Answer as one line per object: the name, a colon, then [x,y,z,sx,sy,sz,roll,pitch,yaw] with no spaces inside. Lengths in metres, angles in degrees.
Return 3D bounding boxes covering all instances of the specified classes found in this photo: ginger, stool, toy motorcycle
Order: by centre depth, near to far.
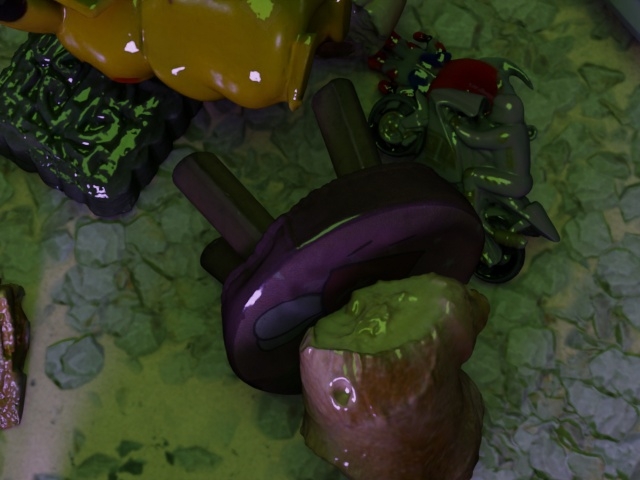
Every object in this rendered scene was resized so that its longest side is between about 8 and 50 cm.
ginger: [0.082,0.137,1.454,0.130,0.275,0.221,33,94,35]
stool: [0.000,0.000,1.507,0.272,0.272,0.178,-29,59,-9]
toy motorcycle: [0.156,-0.076,1.583,0.152,0.073,0.225,-39,85,27]

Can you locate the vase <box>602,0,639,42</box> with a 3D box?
vase: [0.414,-0.201,1.619,0.165,0.165,0.360,-30,78,-9]

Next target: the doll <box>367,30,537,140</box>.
doll: [0.139,-0.153,1.647,0.194,0.062,0.104,31,63,16]

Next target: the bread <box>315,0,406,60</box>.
bread: [-0.045,-0.323,1.640,0.314,0.171,0.192,22,70,5]

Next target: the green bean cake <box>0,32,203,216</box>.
green bean cake: [-0.234,-0.139,1.627,0.183,0.094,0.185,32,80,8]

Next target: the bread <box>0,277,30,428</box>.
bread: [-0.356,0.112,1.542,0.147,0.127,0.152,-4,90,-2]

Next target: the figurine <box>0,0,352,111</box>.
figurine: [-0.143,-0.220,1.492,0.326,0.169,0.218,7,37,20]
